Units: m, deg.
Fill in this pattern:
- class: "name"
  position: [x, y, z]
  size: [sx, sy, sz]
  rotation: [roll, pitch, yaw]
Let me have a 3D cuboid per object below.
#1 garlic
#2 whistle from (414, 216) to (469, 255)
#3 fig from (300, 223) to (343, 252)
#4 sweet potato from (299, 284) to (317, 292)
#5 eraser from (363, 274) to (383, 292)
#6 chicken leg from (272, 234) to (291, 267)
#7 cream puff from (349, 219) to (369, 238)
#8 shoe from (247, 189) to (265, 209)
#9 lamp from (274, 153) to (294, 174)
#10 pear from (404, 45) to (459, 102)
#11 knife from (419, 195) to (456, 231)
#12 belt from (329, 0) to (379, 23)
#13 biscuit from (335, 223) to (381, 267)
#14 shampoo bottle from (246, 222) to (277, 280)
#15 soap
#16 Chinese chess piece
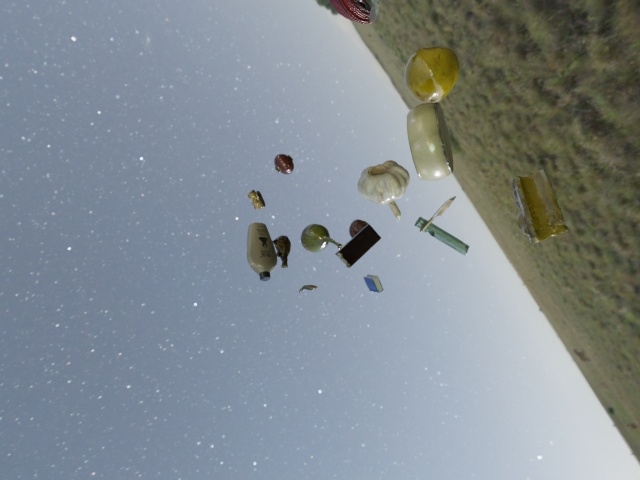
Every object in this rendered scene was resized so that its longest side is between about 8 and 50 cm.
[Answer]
- class: "garlic"
  position: [0.255, -0.179, 1.539]
  size: [0.199, 0.199, 0.226]
  rotation: [-89, -24, -55]
- class: "whistle"
  position: [0.631, -0.022, 2.093]
  size: [0.312, 0.062, 0.062]
  rotation: [30, -155, -5]
- class: "fig"
  position: [0.000, 0.000, 1.996]
  size: [0.151, 0.151, 0.259]
  rotation: [47, 168, -26]
- class: "sweet potato"
  position: [-0.082, 0.308, 2.634]
  size: [0.038, 0.153, 0.041]
  rotation: [18, -117, -52]
- class: "eraser"
  position: [0.199, 0.163, 1.531]
  size: [0.063, 0.027, 0.084]
  rotation: [65, 163, -6]
- class: "chicken leg"
  position: [-0.170, 0.047, 1.794]
  size: [0.093, 0.070, 0.178]
  rotation: [19, -134, -32]
- class: "cream puff"
  position: [0.228, -0.049, 2.344]
  size: [0.084, 0.149, 0.149]
  rotation: [-36, -86, -47]
- class: "shoe"
  position: [-0.351, -0.218, 2.217]
  size: [0.109, 0.069, 0.072]
  rotation: [52, -153, -34]
- class: "lamp"
  position: [-0.163, -0.343, 1.824]
  size: [0.101, 0.090, 0.101]
  rotation: [45, 175, 4]
- class: "pear"
  position: [0.420, -0.628, 1.545]
  size: [0.209, 0.208, 0.209]
  rotation: [46, -156, -27]
- class: "knife"
  position: [0.573, -0.129, 1.990]
  size: [0.046, 0.256, 0.022]
  rotation: [7, -134, -32]
- class: "belt"
  position: [0.131, -0.913, 1.540]
  size: [0.200, 0.128, 0.124]
  rotation: [20, -158, -37]
- class: "biscuit"
  position: [0.195, 0.033, 2.111]
  size: [0.106, 0.252, 0.070]
  rotation: [48, 165, 0]
- class: "shampoo bottle"
  position: [-0.240, 0.048, 1.639]
  size: [0.127, 0.078, 0.257]
  rotation: [7, -126, -32]
- class: "soap"
  position: [0.930, -0.075, 1.718]
  size: [0.304, 0.169, 0.339]
  rotation: [47, -143, -44]
- class: "Chinese chess piece"
  position: [0.389, -0.343, 1.420]
  size: [0.270, 0.112, 0.270]
  rotation: [32, -127, -57]
